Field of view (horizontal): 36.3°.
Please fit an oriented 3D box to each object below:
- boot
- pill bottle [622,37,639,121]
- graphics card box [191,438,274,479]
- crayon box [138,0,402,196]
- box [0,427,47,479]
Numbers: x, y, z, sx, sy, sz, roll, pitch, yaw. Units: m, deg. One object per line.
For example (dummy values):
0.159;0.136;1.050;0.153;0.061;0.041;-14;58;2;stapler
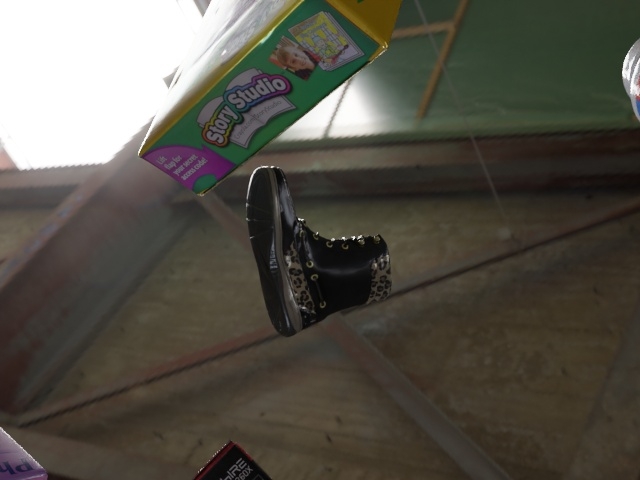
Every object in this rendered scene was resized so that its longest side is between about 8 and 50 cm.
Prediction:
-0.001;0.001;1.361;0.178;0.236;0.085;-14;-169;-26;boot
0.373;-0.139;0.933;0.124;0.124;0.221;-26;-157;4;pill bottle
-0.004;0.392;1.100;0.094;0.371;0.233;-44;174;-15;graphics card box
-0.038;-0.259;1.123;0.363;0.106;0.313;-32;-147;47;crayon box
-0.375;0.181;0.743;0.243;0.117;0.213;30;-162;35;box
